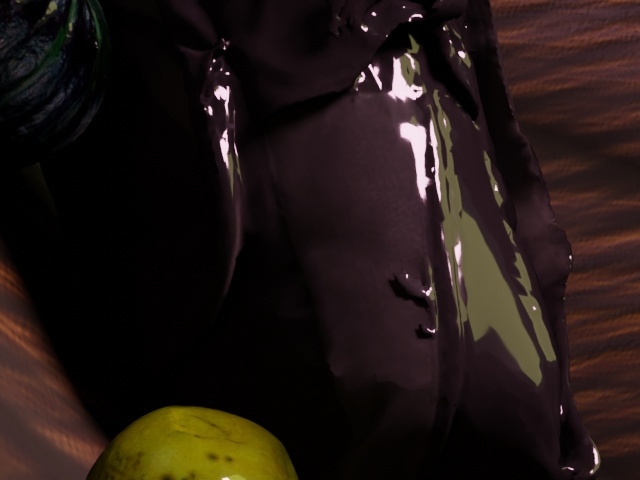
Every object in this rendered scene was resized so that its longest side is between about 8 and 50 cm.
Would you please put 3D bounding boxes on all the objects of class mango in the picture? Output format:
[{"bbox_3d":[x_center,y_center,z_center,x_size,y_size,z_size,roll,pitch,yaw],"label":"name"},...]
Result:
[{"bbox_3d":[-0.058,0.132,0.811,0.178,0.100,0.119,143,-49,-85],"label":"mango"}]

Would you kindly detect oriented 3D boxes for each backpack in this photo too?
[{"bbox_3d":[0.000,0.000,1.065,0.363,0.254,0.446,-48,-127,57],"label":"backpack"}]

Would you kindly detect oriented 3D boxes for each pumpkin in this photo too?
[{"bbox_3d":[-0.187,-0.130,0.952,0.202,0.140,0.202,54,2,-3],"label":"pumpkin"}]
